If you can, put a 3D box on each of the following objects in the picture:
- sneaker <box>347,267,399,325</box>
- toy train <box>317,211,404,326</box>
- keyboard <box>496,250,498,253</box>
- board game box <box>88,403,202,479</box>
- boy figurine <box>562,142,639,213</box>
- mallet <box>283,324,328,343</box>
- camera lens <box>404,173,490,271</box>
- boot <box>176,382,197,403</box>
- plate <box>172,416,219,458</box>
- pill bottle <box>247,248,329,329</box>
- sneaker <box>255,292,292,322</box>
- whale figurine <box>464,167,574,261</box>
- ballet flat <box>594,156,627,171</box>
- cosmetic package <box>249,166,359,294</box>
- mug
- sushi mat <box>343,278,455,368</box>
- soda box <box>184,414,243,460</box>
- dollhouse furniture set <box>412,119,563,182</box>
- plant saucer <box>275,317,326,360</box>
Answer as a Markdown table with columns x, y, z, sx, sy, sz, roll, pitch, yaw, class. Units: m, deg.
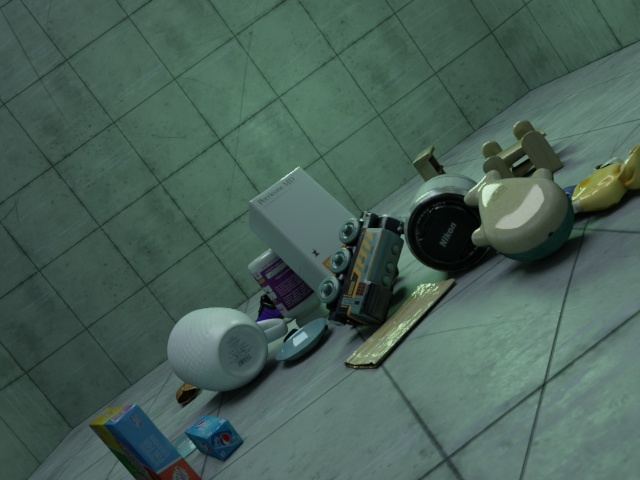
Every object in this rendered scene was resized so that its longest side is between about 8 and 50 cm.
| x | y | z | sx | sy | sz | roll | pitch | yaw | class |
| --- | --- | --- | --- | --- | --- | --- | --- | --- | --- |
| 0.157 | 0.156 | 1.524 | 0.078 | 0.106 | 0.234 | 31 | 84 | 40 | sneaker |
| 0.122 | 0.076 | 1.412 | 0.190 | 0.142 | 0.334 | 3 | 68 | 46 | toy train |
| 0.493 | -0.030 | 1.360 | 0.072 | 0.014 | 0.256 | -39 | 4 | 29 | keyboard |
| -0.443 | 0.519 | 1.295 | 0.064 | 0.242 | 0.316 | -42 | 8 | -36 | board game box |
| 0.579 | -0.111 | 1.111 | 0.177 | 0.092 | 0.285 | -37 | 2 | -36 | boy figurine |
| -0.042 | 0.301 | 1.730 | 0.190 | 0.039 | 0.062 | -27 | 13 | 34 | mallet |
| 0.341 | -0.055 | 1.388 | 0.219 | 0.219 | 0.274 | -34 | 7 | 22 | camera lens |
| -0.492 | 0.563 | 2.078 | 0.197 | 0.073 | 0.152 | -50 | 7 | -9 | boot |
| -0.378 | 0.576 | 1.531 | 0.188 | 0.024 | 0.188 | -35 | 6 | 4 | plate |
| -0.104 | 0.163 | 1.836 | 0.169 | 0.301 | 0.169 | -36 | 5 | 3 | pill bottle |
| -0.214 | 0.292 | 2.222 | 0.293 | 0.146 | 0.102 | -30 | 8 | 42 | sneaker |
| 0.420 | -0.057 | 1.122 | 0.216 | 0.141 | 0.272 | -48 | 26 | 8 | whale figurine |
| 0.671 | -0.162 | 1.148 | 0.057 | 0.052 | 0.168 | -38 | 6 | -20 | ballet flat |
| 0.000 | 0.000 | 1.698 | 0.230 | 0.453 | 0.161 | -40 | -18 | -25 | cosmetic package |
| -0.283 | 0.344 | 1.749 | 0.374 | 0.276 | 0.328 | -18 | 2 | -33 | mug |
| 0.191 | 0.197 | 1.263 | 0.316 | 0.019 | 0.151 | -39 | 7 | -28 | sushi mat |
| -0.273 | 0.495 | 1.327 | 0.067 | 0.071 | 0.210 | -39 | 6 | -31 | soda box |
| 0.555 | -0.283 | 1.779 | 0.394 | 0.256 | 0.362 | -34 | 7 | 24 | dollhouse furniture set |
| -0.050 | 0.314 | 1.613 | 0.195 | 0.037 | 0.195 | -36 | 9 | 7 | plant saucer |
